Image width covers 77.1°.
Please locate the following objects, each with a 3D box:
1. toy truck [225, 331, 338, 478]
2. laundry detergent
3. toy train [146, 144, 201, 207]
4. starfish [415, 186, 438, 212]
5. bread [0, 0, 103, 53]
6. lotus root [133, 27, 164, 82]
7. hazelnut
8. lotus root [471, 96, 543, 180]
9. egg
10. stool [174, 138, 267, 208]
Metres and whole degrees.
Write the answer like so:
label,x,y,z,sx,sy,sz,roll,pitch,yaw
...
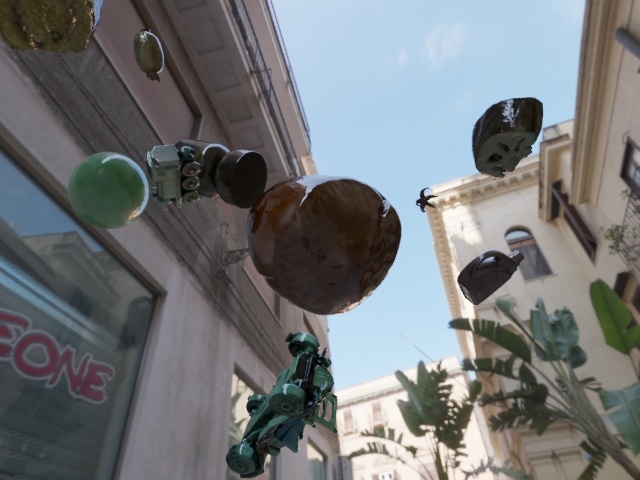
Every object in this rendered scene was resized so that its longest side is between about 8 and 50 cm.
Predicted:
label,x,y,z,sx,sy,sz,roll,pitch,yaw
toy truck,-0.030,0.170,0.395,0.078,0.080,0.154,28,-60,-6
laundry detergent,0.572,0.096,1.345,0.237,0.076,0.171,-38,-52,-1
toy train,-0.375,-0.161,1.032,0.125,0.080,0.194,-12,-31,-26
starfish,0.352,-0.135,1.334,0.091,0.078,0.028,-25,0,-21
bread,-0.267,-0.289,0.389,0.103,0.172,0.132,0,-13,-30
lotus root,-0.451,-0.488,1.055,0.073,0.150,0.062,-8,-8,-36
hazelnut,0.000,0.000,0.927,0.373,0.315,0.372,18,0,0
lotus root,0.495,-0.277,1.104,0.138,0.119,0.235,15,-27,2
egg,-0.642,-0.153,1.226,0.220,0.220,0.270,18,-38,-25
stool,-0.325,-0.214,1.266,0.264,0.179,0.179,17,-34,24
